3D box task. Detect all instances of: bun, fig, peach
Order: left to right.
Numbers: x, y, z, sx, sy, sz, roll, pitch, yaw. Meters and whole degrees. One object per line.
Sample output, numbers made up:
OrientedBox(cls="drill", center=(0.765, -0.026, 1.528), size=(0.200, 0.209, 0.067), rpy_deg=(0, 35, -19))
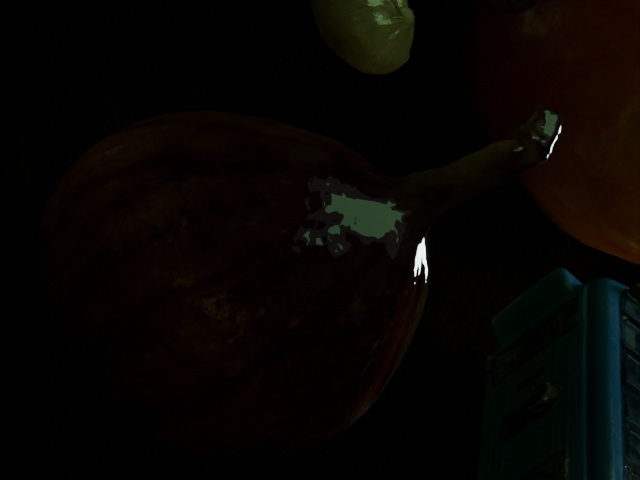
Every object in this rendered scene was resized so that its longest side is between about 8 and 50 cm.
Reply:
OrientedBox(cls="fig", center=(-0.019, 0.021, 0.734), size=(0.148, 0.202, 0.149), rpy_deg=(-20, 112, -52))
OrientedBox(cls="bun", center=(0.033, -0.154, 1.176), size=(0.086, 0.055, 0.086), rpy_deg=(41, 29, -28))
OrientedBox(cls="peach", center=(0.235, -0.107, 1.273), size=(0.281, 0.238, 0.281), rpy_deg=(15, 59, -27))

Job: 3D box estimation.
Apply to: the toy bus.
OrientedBox(cls="toy bus", center=(0.157, 0.128, 0.972), size=(0.134, 0.113, 0.246), rpy_deg=(41, 29, -16))
